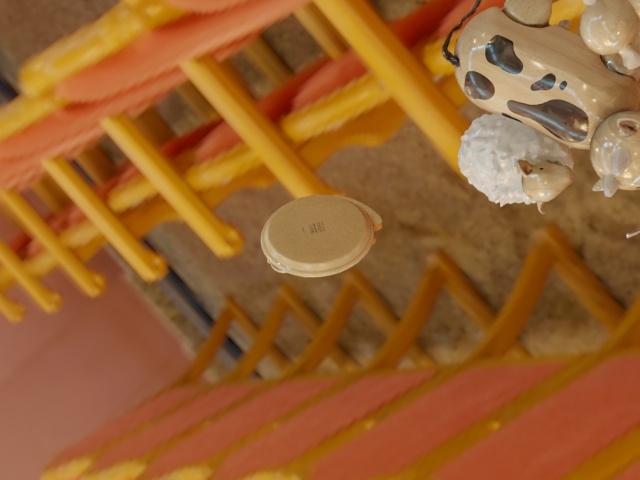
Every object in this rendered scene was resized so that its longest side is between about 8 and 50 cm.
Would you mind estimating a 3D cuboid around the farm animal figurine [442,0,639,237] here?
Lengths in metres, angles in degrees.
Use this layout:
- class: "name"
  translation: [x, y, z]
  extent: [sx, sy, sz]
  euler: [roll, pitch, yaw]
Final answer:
- class: "farm animal figurine"
  translation: [0.248, -0.132, 1.255]
  extent: [0.326, 0.172, 0.330]
  euler: [17, 132, 29]

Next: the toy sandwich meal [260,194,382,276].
- class: "toy sandwich meal"
  translation: [0.000, 0.000, 1.025]
  extent: [0.085, 0.085, 0.029]
  euler: [32, 147, 32]
